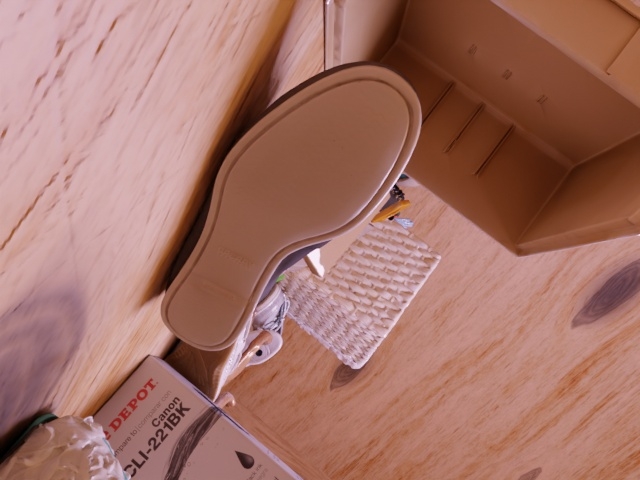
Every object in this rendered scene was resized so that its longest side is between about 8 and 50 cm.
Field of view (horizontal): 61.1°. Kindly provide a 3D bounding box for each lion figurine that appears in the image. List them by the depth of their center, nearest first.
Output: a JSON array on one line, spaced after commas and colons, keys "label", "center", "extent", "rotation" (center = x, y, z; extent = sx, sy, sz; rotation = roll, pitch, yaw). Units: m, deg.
[{"label": "lion figurine", "center": [-0.253, 0.318, 1.123], "extent": [0.240, 0.142, 0.392], "rotation": [-29, 145, -59]}]

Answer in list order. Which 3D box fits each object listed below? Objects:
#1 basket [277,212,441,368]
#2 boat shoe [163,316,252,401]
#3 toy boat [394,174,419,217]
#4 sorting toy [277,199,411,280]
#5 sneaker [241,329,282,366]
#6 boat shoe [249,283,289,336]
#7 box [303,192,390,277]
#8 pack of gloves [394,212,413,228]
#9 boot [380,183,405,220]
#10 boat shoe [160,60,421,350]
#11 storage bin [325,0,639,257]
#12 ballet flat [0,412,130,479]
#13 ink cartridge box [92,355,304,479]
[{"label": "basket", "center": [0.094, 0.107, 1.473], "extent": [0.328, 0.331, 0.266], "rotation": [-49, 173, -28]}, {"label": "boat shoe", "center": [-0.159, 0.163, 0.806], "extent": [0.277, 0.098, 0.096], "rotation": [-55, 173, 36]}, {"label": "toy boat", "center": [0.260, -0.216, 1.708], "extent": [0.318, 0.148, 0.267], "rotation": [-51, -162, -16]}, {"label": "sorting toy", "center": [0.000, 0.000, 0.988], "extent": [0.348, 0.047, 0.196], "rotation": [-29, 173, 12]}, {"label": "sneaker", "center": [-0.189, 0.267, 1.330], "extent": [0.217, 0.079, 0.121], "rotation": [-26, -178, 5]}, {"label": "boat shoe", "center": [-0.129, 0.198, 1.396], "extent": [0.118, 0.103, 0.320], "rotation": [-49, 175, -26]}, {"label": "box", "center": [0.019, -0.058, 0.697], "extent": [0.164, 0.021, 0.201], "rotation": [-49, 149, -14]}, {"label": "pack of gloves", "center": [0.162, -0.065, 1.667], "extent": [0.195, 0.232, 0.046], "rotation": [122, -22, -73]}, {"label": "boot", "center": [0.155, -0.147, 1.212], "extent": [0.077, 0.137, 0.198], "rotation": [-48, 174, -40]}, {"label": "boat shoe", "center": [-0.041, -0.028, 0.462], "extent": [0.335, 0.112, 0.095], "rotation": [-47, -163, 37]}, {"label": "storage bin", "center": [0.143, -0.118, 0.467], "extent": [0.123, 0.262, 0.260], "rotation": [-52, 176, -3]}, {"label": "ballet flat", "center": [-0.304, 0.321, 0.404], "extent": [0.409, 0.147, 0.147], "rotation": [-49, 175, -20]}, {"label": "ink cartridge box", "center": [-0.179, 0.309, 0.693], "extent": [0.197, 0.273, 0.114], "rotation": [-50, 172, -18]}]
